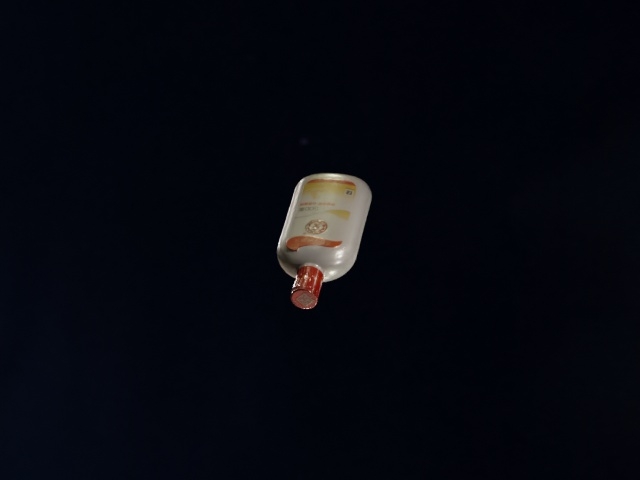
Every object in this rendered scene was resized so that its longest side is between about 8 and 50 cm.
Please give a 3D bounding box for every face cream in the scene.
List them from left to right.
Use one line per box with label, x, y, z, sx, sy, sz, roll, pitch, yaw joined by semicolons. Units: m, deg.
face cream;0.000;0.000;0.891;0.083;0.040;0.021;-75;164;-46
